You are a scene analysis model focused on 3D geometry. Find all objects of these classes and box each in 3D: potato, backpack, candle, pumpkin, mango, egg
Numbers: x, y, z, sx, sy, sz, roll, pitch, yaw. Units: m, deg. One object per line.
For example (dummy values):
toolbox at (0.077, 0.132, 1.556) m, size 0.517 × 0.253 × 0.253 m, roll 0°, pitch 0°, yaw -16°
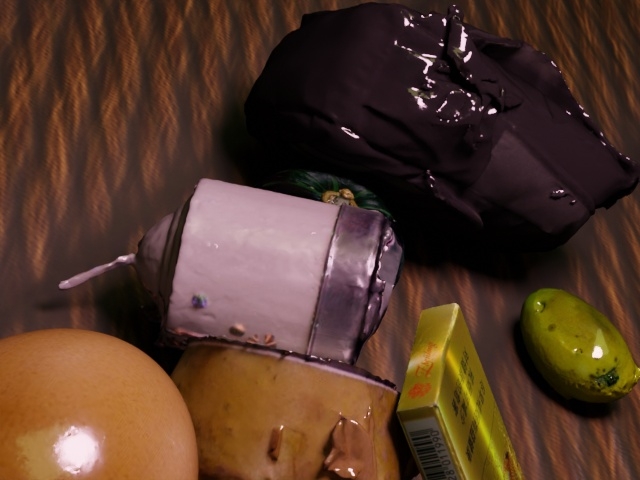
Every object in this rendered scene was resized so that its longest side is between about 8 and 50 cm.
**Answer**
potato at (-0.034, 0.206, 1.706) m, size 0.246 × 0.196 × 0.299 m, roll 13°, pitch -7°, yaw 21°
backpack at (0.158, -0.130, 2.210) m, size 0.445 × 0.255 × 0.363 m, roll 29°, pitch -8°, yaw -25°
candle at (-0.091, 0.034, 1.878) m, size 0.330 × 0.187 × 0.187 m, roll 11°, pitch 32°, yaw 1°
pumpkin at (0.000, 0.000, 2.059) m, size 0.202 × 0.140 × 0.202 m, roll 16°, pitch 33°, yaw -11°
mango at (0.290, 0.121, 2.141) m, size 0.119 × 0.100 × 0.178 m, roll 48°, pitch 1°, yaw -44°
egg at (-0.225, 0.199, 1.496) m, size 0.250 × 0.250 × 0.322 m, roll 28°, pitch 33°, yaw 2°

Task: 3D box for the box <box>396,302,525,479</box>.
box at (0.149, 0.232, 1.729) m, size 0.043 × 0.311 × 0.173 m, roll -14°, pitch 26°, yaw 19°
